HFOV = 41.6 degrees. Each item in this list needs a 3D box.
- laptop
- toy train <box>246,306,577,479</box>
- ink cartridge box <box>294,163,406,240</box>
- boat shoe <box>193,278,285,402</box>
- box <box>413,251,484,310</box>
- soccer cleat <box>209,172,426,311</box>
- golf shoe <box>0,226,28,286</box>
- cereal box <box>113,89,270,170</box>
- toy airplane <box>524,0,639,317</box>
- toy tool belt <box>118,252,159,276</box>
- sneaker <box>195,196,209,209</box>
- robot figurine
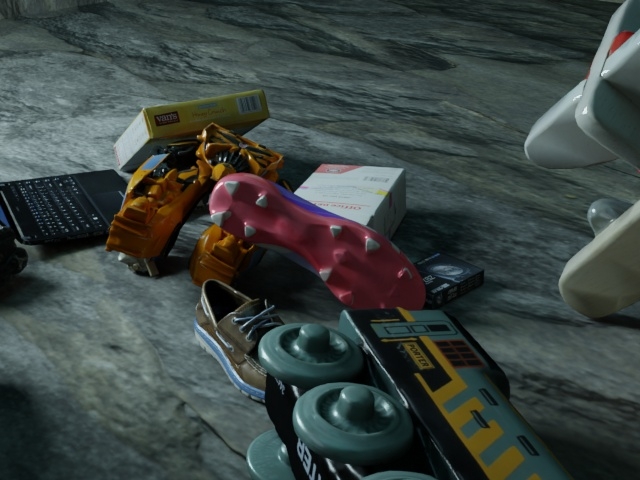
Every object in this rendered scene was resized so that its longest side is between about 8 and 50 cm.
[{"bbox_3d":[-0.375,-0.098,1.102,0.264,0.137,0.234,-10,27,-25],"label":"laptop"},{"bbox_3d":[0.067,0.156,0.562,0.190,0.142,0.334,-2,24,-19],"label":"toy train"},{"bbox_3d":[0.026,-0.028,1.014,0.115,0.067,0.198,6,25,18],"label":"ink cartridge box"},{"bbox_3d":[-0.065,0.090,0.778,0.066,0.066,0.183,-23,32,-35],"label":"boat shoe"},{"bbox_3d":[0.125,0.042,0.911,0.083,0.018,0.067,-22,31,-34],"label":"box"},{"bbox_3d":[0.000,0.000,0.875,0.248,0.083,0.095,27,14,3],"label":"soccer cleat"},{"bbox_3d":[-0.417,0.051,0.915,0.093,0.077,0.198,-6,18,37],"label":"golf shoe"},{"bbox_3d":[-0.193,-0.156,1.214,0.172,0.047,0.240,-15,0,-23],"label":"cereal box"},{"bbox_3d":[0.358,-0.042,0.643,0.272,0.385,0.386,-35,37,-32],"label":"toy airplane"},{"bbox_3d":[-0.198,0.009,0.997,0.051,0.052,0.083,36,34,-3],"label":"toy tool belt"},{"bbox_3d":[-0.186,-0.054,1.132,0.035,0.031,0.083,17,32,37],"label":"sneaker"},{"bbox_3d":[-0.126,-0.050,1.003,0.211,0.085,0.291,24,32,-1],"label":"robot figurine"}]
